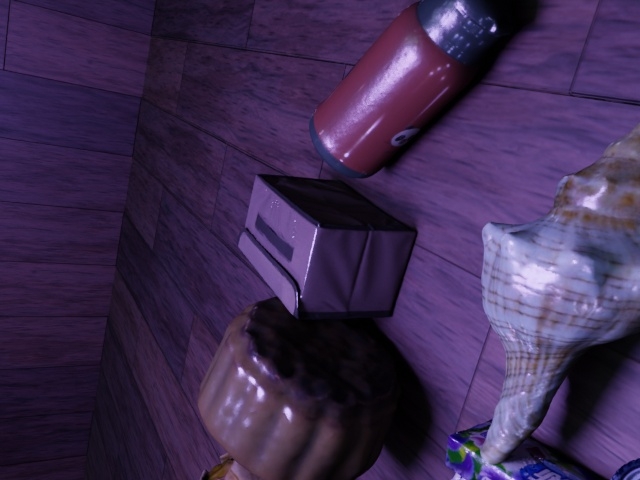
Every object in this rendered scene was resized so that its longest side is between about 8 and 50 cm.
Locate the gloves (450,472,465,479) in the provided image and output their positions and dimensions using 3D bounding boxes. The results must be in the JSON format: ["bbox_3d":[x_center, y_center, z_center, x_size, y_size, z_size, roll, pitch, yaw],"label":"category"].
[{"bbox_3d":[0.194,0.327,0.730,0.086,0.026,0.064,-61,41,26],"label":"gloves"}]

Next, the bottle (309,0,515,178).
[{"bbox_3d":[0.127,-0.232,0.806,0.336,0.144,0.143,-40,54,45],"label":"bottle"}]

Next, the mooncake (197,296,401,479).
[{"bbox_3d":[-0.021,0.215,0.839,0.290,0.291,0.161,49,123,48],"label":"mooncake"}]

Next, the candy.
[{"bbox_3d":[0.264,0.276,0.565,0.312,0.088,0.061,21,109,56],"label":"candy"}]

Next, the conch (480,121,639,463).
[{"bbox_3d":[0.232,0.043,0.570,0.170,0.203,0.386,37,113,4],"label":"conch"}]

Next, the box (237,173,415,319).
[{"bbox_3d":[0.000,0.000,0.934,0.252,0.188,0.153,43,124,54],"label":"box"}]

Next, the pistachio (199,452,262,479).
[{"bbox_3d":[-0.166,0.523,1.168,0.238,0.138,0.153,22,133,50],"label":"pistachio"}]

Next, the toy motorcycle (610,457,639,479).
[{"bbox_3d":[0.336,0.224,0.407,0.255,0.092,0.135,-14,34,39],"label":"toy motorcycle"}]
